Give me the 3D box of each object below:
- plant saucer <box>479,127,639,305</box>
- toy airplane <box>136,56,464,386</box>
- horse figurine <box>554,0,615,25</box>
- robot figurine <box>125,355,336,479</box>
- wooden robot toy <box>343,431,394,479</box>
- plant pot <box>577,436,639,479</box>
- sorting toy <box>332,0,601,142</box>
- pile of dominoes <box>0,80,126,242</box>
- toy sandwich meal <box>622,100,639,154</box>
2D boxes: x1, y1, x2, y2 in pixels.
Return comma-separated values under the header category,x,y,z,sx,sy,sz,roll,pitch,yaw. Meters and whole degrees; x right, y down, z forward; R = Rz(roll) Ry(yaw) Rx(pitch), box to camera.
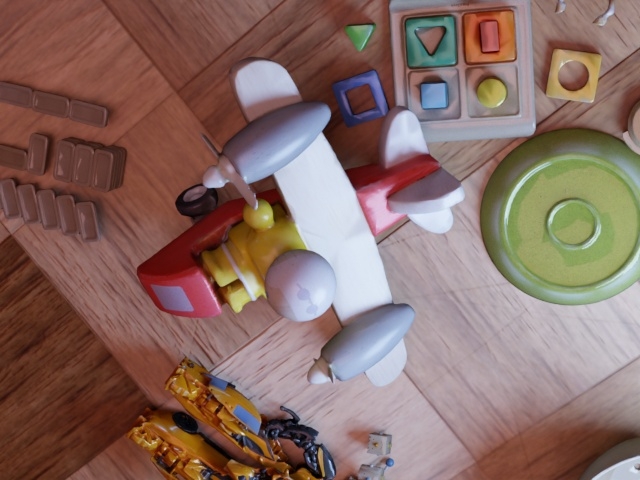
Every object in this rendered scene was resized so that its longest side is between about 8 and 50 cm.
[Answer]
category,x,y,z,sx,sy,sz,roll,pitch,yaw
plant saucer,0.328,-0.025,1.485,0.241,0.037,0.241,3,105,11
toy airplane,0.000,0.000,1.428,0.386,0.272,0.384,21,119,-13
horse figurine,0.403,-0.337,1.374,0.263,0.066,0.174,15,107,7
robot figurine,-0.124,0.313,1.632,0.291,0.085,0.211,37,109,0
wooden robot toy,0.056,0.355,1.620,0.079,0.076,0.173,7,105,20
plant pot,0.448,0.366,1.482,0.284,0.191,0.284,2,105,9
sorting toy,0.182,-0.222,1.456,0.348,0.047,0.196,-3,104,11
pile of dominoes,-0.399,-0.118,1.611,0.251,0.040,0.196,15,107,15
toy sandwich meal,0.426,-0.144,1.441,0.085,0.029,0.085,1,93,10
